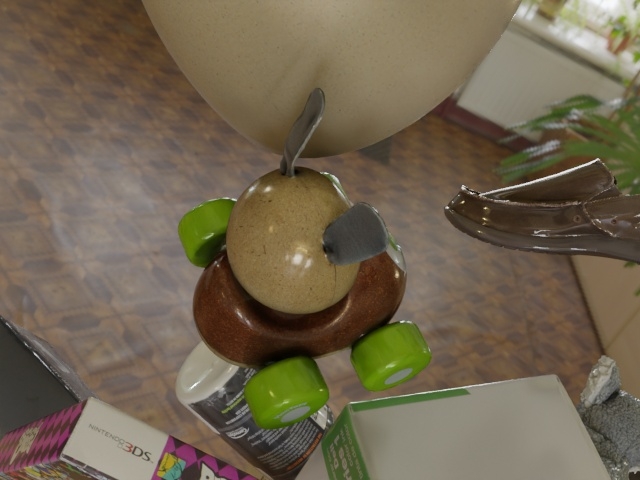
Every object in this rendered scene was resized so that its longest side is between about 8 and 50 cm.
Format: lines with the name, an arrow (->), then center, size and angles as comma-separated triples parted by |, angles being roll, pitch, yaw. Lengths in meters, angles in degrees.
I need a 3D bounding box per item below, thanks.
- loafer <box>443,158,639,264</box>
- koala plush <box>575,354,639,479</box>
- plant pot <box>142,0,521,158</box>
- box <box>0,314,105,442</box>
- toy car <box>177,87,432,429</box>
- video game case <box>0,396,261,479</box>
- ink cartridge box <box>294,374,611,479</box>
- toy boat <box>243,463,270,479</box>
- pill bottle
loafer -> 0.351, -0.046, 1.121 | 0.366, 0.130, 0.134 | 7, 6, 17
koala plush -> 0.360, 0.281, 1.105 | 0.221, 0.203, 0.196 | -38, 98, -25
plant pot -> -0.023, -0.223, 0.556 | 0.191, 0.284, 0.284 | 32, 18, -48
box -> -0.319, 0.179, 0.937 | 0.156, 0.093, 0.158 | 42, -11, 15
toy car -> 0.000, 0.000, 0.511 | 0.149, 0.188, 0.155 | -16, 63, -22
video game case -> -0.100, 0.178, 0.553 | 0.210, 0.232, 0.042 | 31, 61, -19
ink cartridge box -> 0.080, 0.241, 0.720 | 0.201, 0.278, 0.117 | -3, 53, -25
toy boat -> -0.024, 0.414, 1.282 | 0.151, 0.151, 0.231 | 28, 21, -29
pill bottle -> -0.068, 0.234, 1.120 | 0.246, 0.130, 0.130 | 49, 21, -26
